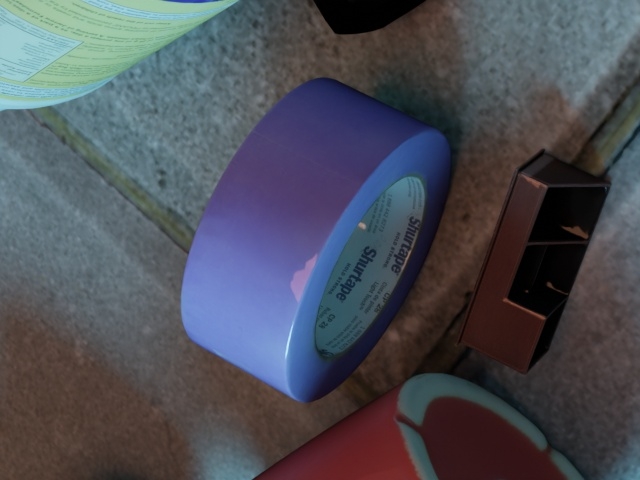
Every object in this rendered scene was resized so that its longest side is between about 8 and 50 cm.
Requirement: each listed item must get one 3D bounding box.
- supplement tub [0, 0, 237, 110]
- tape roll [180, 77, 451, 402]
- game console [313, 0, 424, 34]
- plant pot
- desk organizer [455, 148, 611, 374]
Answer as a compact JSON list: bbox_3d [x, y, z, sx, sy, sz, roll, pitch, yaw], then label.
[{"bbox_3d":[-0.158,-0.216,1.036,0.331,0.241,0.241,-21,96,52],"label":"supplement tub"},{"bbox_3d":[0.000,0.000,1.081,0.080,0.189,0.189,28,120,21],"label":"tape roll"},{"bbox_3d":[0.003,-0.321,1.053,0.213,0.044,0.361,-31,89,35],"label":"game console"},{"bbox_3d":[0.045,0.233,1.109,0.275,0.275,0.243,48,114,8],"label":"plant pot"},{"bbox_3d":[0.133,0.015,1.094,0.050,0.047,0.130,26,119,18],"label":"desk organizer"}]
